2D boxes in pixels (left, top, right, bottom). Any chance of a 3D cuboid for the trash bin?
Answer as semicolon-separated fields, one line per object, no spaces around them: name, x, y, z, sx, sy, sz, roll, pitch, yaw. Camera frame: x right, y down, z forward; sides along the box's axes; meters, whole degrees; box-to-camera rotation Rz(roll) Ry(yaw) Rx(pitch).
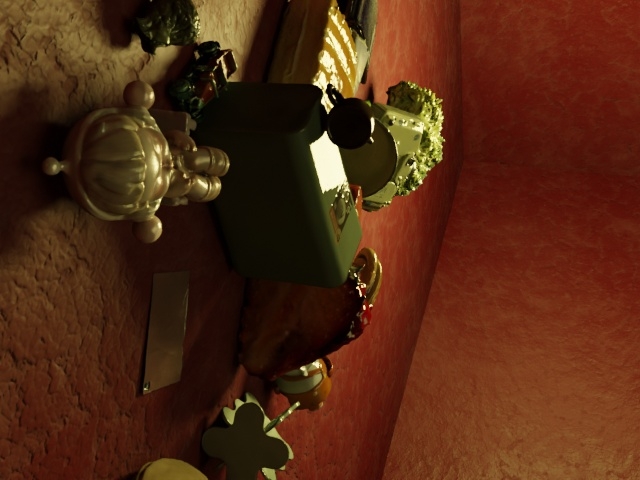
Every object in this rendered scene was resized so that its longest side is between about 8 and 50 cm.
trash bin;-0.071;-0.089;1.211;0.343;0.223;0.158;75;29;-47

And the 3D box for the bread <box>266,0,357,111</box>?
bread;-0.003;-0.344;1.455;0.246;0.111;0.239;47;51;-62

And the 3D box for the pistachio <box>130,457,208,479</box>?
pistachio;-0.235;0.405;1.088;0.226;0.136;0.135;43;57;-75

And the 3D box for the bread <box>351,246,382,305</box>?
bread;0.091;0.112;1.605;0.225;0.081;0.134;99;13;-68

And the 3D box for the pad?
pad;-0.245;0.142;1.123;0.113;0.006;0.187;0;96;-70

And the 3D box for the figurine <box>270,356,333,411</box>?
figurine;-0.060;0.279;1.566;0.271;0.143;0.143;51;46;-39

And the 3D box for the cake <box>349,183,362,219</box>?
cake;0.000;0.000;1.580;0.177;0.151;0.282;90;14;-67

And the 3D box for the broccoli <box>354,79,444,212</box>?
broccoli;0.194;-0.319;1.959;0.397;0.275;0.353;57;37;-42

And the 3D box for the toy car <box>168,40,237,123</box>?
toy car;-0.178;-0.243;1.084;0.073;0.054;0.143;77;27;-45

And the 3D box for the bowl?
bowl;0.080;-0.211;1.655;0.112;0.212;0.211;-68;160;-64

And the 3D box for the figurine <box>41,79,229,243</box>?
figurine;-0.232;-0.104;0.881;0.181;0.145;0.257;-64;166;10

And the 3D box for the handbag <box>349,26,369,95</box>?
handbag;0.059;-0.397;1.646;0.117;0.095;0.173;148;-47;-76

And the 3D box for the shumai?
shumai;-0.214;-0.293;0.942;0.083;0.082;0.080;57;31;5

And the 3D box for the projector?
projector;0.157;-0.202;1.797;0.194;0.088;0.269;9;118;-37

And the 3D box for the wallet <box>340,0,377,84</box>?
wallet;0.103;-0.558;1.792;0.262;0.072;0.220;64;33;-64

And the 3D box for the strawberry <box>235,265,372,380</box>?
strawberry;-0.017;0.147;1.401;0.150;0.254;0.280;13;87;-68

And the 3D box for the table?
table;-0.121;0.380;1.379;0.198;0.167;0.166;10;88;-80

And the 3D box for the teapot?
teapot;0.045;-0.195;1.106;0.121;0.076;0.068;52;28;-18
